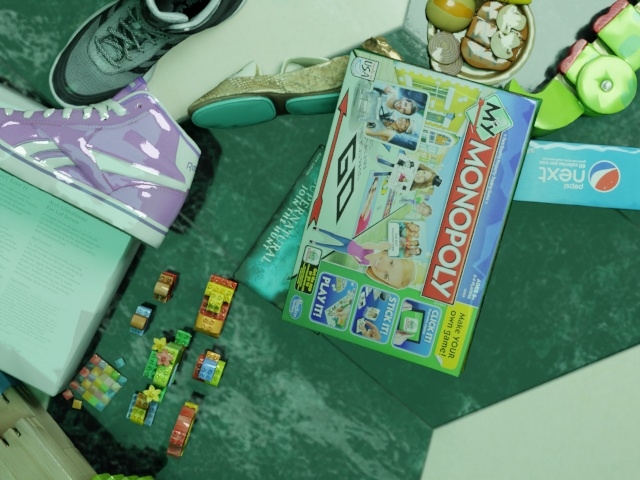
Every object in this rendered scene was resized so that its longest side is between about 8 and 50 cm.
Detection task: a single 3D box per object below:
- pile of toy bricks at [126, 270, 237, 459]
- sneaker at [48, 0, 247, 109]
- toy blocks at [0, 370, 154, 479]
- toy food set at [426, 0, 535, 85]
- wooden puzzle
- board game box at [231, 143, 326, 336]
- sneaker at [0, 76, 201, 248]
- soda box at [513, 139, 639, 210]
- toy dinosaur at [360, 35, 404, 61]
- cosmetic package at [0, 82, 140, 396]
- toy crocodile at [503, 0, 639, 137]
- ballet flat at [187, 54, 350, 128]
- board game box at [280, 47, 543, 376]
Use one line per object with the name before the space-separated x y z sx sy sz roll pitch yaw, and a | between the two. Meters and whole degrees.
pile of toy bricks | -0.171 0.138 1.736 0.118 0.105 0.212 18 94 1
sneaker | -0.199 -0.240 1.688 0.268 0.153 0.101 -35 92 4
toy blocks | -0.421 0.305 1.739 0.381 0.191 0.261 -42 80 3
toy food set | 0.180 -0.239 1.732 0.132 0.038 0.192 22 94 0
wooden puzzle | -0.262 0.168 1.791 0.049 0.006 0.083 39 94 -1
board game box | 0.000 0.000 1.761 0.126 0.026 0.186 34 94 0
sneaker | -0.266 -0.122 1.643 0.282 0.102 0.161 26 89 -11
soda box | 0.278 -0.076 1.725 0.210 0.067 0.071 4 94 2
toy dinosaur | 0.129 -0.150 1.716 0.211 0.064 0.112 30 113 -8
cosmetic package | -0.397 -0.037 1.737 0.377 0.097 0.284 28 95 0
toy crocodile | 0.350 -0.232 1.688 0.340 0.115 0.105 -42 91 5
ballet flat | -0.051 -0.174 1.741 0.206 0.073 0.067 -6 66 0
board game box | 0.098 -0.032 1.681 0.213 0.046 0.317 17 102 13
